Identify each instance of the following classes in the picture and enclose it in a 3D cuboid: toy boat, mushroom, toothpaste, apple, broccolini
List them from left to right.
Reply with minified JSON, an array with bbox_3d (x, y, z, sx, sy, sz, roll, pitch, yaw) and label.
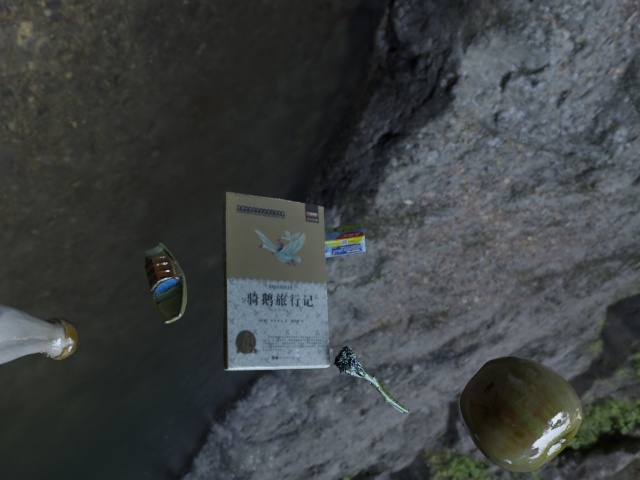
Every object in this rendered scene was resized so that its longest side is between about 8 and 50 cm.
[{"bbox_3d":[-0.626,0.187,1.241,0.128,0.128,0.350,-44,155,15],"label":"mushroom"},{"bbox_3d":[-0.268,0.075,1.109,0.065,0.172,0.066,-26,143,0],"label":"toy boat"},{"bbox_3d":[0.000,0.000,1.409,0.193,0.044,0.070,-8,133,0],"label":"toothpaste"},{"bbox_3d":[0.104,0.269,1.221,0.044,0.042,0.218,-43,122,10],"label":"broccolini"},{"bbox_3d":[0.452,0.392,1.472,0.256,0.234,0.257,-26,136,-27],"label":"apple"}]

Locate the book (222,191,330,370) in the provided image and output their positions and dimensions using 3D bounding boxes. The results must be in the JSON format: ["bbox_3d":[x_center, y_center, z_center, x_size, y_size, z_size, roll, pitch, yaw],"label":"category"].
[{"bbox_3d":[-0.078,0.076,1.163,0.217,0.310,0.021,6,166,-35],"label":"book"}]
